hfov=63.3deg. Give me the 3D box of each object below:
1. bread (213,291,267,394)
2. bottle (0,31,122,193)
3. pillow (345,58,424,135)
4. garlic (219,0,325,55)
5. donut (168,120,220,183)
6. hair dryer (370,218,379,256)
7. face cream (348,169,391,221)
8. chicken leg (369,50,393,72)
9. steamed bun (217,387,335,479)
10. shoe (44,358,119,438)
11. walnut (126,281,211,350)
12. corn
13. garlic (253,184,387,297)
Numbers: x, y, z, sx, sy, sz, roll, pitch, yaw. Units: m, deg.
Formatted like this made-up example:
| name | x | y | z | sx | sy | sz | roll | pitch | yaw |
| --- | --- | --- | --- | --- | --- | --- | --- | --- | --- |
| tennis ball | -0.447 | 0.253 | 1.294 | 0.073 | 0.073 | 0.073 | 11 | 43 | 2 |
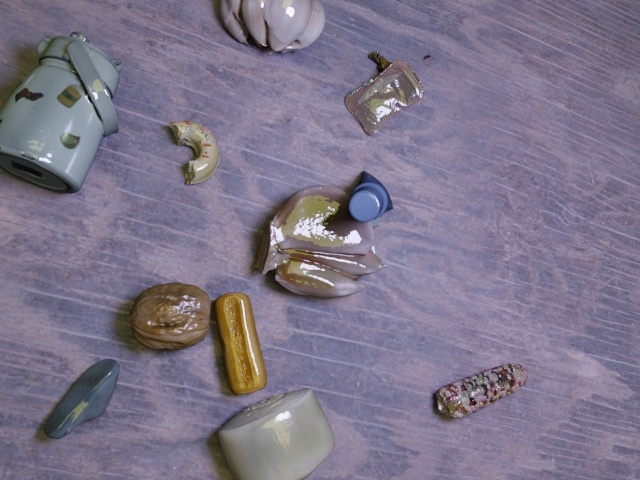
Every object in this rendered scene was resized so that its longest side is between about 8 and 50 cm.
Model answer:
| name | x | y | z | sx | sy | sz | roll | pitch | yaw |
| --- | --- | --- | --- | --- | --- | --- | --- | --- | --- |
| bread | -0.191 | 0.243 | 1.244 | 0.092 | 0.074 | 0.239 | -12 | 82 | -3 |
| bottle | -0.568 | -0.297 | 1.170 | 0.229 | 0.229 | 0.352 | 22 | 71 | -12 |
| pillow | 0.183 | -0.408 | 1.470 | 0.211 | 0.034 | 0.135 | -37 | 89 | 5 |
| garlic | -0.126 | -0.597 | 1.370 | 0.281 | 0.184 | 0.203 | 13 | 92 | -15 |
| donut | -0.307 | -0.231 | 1.304 | 0.108 | 0.065 | 0.166 | -18 | 85 | -20 |
| hair dryer | 0.126 | -0.007 | 1.408 | 0.082 | 0.047 | 0.137 | -14 | 91 | -18 |
| face cream | 0.128 | -0.108 | 1.279 | 0.086 | 0.385 | 0.136 | -37 | 92 | 16 |
| chicken leg | 0.208 | -0.484 | 1.514 | 0.093 | 0.070 | 0.178 | -41 | 86 | -14 |
| steamed bun | -0.092 | 0.462 | 1.189 | 0.250 | 0.155 | 0.200 | -21 | 86 | -17 |
| shoe | -0.508 | 0.354 | 1.138 | 0.195 | 0.079 | 0.078 | -51 | 132 | -27 |
| walnut | -0.341 | 0.172 | 1.174 | 0.184 | 0.155 | 0.155 | 1 | 79 | -15 |
| corn | 0.435 | 0.399 | 1.402 | 0.280 | 0.092 | 0.092 | -14 | 84 | -24 |
| garlic | 0.000 | 0.001 | 1.312 | 0.325 | 0.132 | 0.279 | 4 | 92 | -16 |
